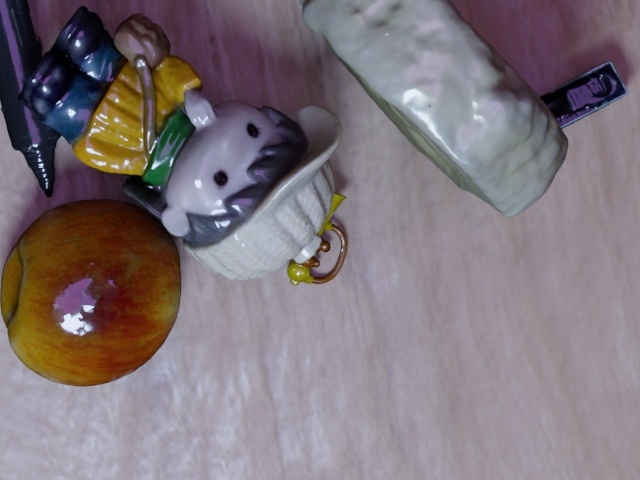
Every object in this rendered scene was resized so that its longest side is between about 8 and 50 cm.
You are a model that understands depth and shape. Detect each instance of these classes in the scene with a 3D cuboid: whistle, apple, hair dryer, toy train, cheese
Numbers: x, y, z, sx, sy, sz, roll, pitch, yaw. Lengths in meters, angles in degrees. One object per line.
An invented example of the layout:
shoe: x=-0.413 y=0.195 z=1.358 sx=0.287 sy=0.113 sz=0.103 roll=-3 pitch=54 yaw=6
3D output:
whistle: x=-0.003 y=-0.003 z=1.875 sx=0.046 sy=0.057 sz=0.109 roll=20 pitch=97 yaw=38
apple: x=-0.232 y=0.054 z=1.793 sx=0.173 sy=0.160 sz=0.195 roll=8 pitch=94 yaw=-28
hair dryer: x=-0.304 y=-0.221 z=1.818 sx=0.189 sy=0.107 sz=0.352 roll=-15 pitch=99 yaw=-9
toy train: x=0.232 y=-0.128 z=1.893 sx=0.207 sy=0.047 sz=0.043 roll=-28 pitch=87 yaw=-6
cheese: x=0.106 y=-0.163 z=1.742 sx=0.115 sy=0.326 sz=0.318 roll=-46 pitch=107 yaw=0

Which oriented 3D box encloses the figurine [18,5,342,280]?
figurine: x=-0.139 y=-0.094 z=1.782 sx=0.332 sy=0.204 sz=0.185 roll=27 pitch=67 yaw=4
